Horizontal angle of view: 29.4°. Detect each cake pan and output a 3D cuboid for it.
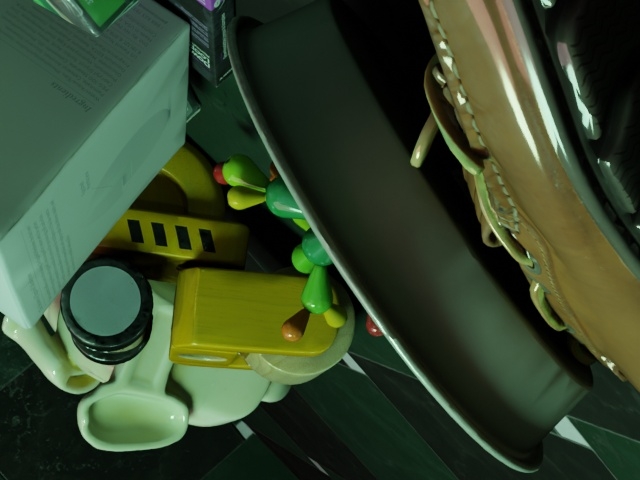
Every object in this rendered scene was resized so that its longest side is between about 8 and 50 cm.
[{"bbox_3d":[0.058,-0.014,0.667,0.293,0.054,0.293,52,-167,-18],"label":"cake pan"}]

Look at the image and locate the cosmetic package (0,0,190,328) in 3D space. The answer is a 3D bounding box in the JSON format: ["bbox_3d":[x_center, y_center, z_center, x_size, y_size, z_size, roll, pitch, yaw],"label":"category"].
[{"bbox_3d":[-0.225,-0.078,0.974,0.138,0.224,0.224,34,160,5],"label":"cosmetic package"}]

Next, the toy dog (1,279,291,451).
[{"bbox_3d":[-0.260,0.102,1.798,0.395,0.284,0.408,9,-171,-38],"label":"toy dog"}]

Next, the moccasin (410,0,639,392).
[{"bbox_3d":[0.112,-0.049,0.518,0.147,0.139,0.380,20,163,39],"label":"moccasin"}]

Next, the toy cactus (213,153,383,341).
[{"bbox_3d":[0.000,0.000,1.043,0.219,0.112,0.180,53,156,-1],"label":"toy cactus"}]

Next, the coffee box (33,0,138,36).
[{"bbox_3d":[-0.193,-0.195,0.737,0.184,0.040,0.113,34,165,43],"label":"coffee box"}]

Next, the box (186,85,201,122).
[{"bbox_3d":[-0.214,-0.208,1.110,0.175,0.051,0.220,35,163,32],"label":"box"}]

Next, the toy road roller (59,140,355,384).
[{"bbox_3d":[-0.126,0.018,1.322,0.330,0.240,0.202,8,168,-7],"label":"toy road roller"}]

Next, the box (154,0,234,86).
[{"bbox_3d":[-0.113,-0.191,0.923,0.116,0.029,0.162,42,167,10],"label":"box"}]
